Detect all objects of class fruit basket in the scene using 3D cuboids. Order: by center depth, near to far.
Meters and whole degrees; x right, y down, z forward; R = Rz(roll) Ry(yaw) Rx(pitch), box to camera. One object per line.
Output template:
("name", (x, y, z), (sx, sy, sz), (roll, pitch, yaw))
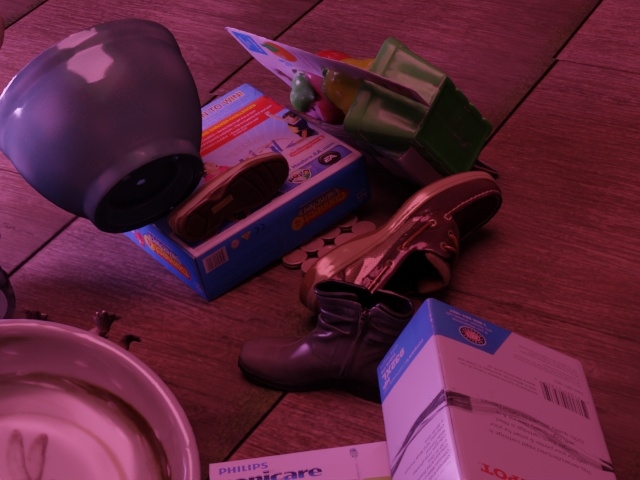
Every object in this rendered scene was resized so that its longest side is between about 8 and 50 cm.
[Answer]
("fruit basket", (0.060, -0.196, 2.295), (0.353, 0.327, 0.165), (15, 78, 32))

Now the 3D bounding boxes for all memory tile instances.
("memory tile", (0.000, 0.000, 2.235), (0.113, 0.012, 0.148), (25, 47, 36))

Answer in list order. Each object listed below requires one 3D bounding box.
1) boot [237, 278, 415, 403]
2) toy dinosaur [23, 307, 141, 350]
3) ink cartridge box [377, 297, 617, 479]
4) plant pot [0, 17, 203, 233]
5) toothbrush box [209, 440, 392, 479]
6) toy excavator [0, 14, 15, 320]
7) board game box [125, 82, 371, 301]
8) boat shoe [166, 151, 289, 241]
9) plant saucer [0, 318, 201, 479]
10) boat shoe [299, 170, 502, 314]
("boot", (0.007, 0.112, 1.949), (0.246, 0.161, 0.083), (7, 37, 18))
("toy dinosaur", (-0.314, 0.198, 1.935), (0.295, 0.127, 0.200), (1, 70, 39))
("ink cartridge box", (0.197, 0.236, 1.695), (0.223, 0.129, 0.307), (24, 30, -19))
("plant pot", (-0.281, -0.135, 2.129), (0.293, 0.293, 0.196), (-24, 67, -22))
("toothbrush box", (-0.006, 0.361, 1.641), (0.206, 0.122, 0.283), (-8, 36, -2))
("toy excavator", (-0.549, -0.085, 2.020), (0.433, 0.445, 0.222), (-30, 40, -6))
("board game box", (-0.137, -0.081, 2.282), (0.308, 0.086, 0.302), (-32, 42, -22))
("boat shoe", (-0.134, -0.071, 2.151), (0.190, 0.068, 0.072), (-31, 31, -21))
("plant saucer", (-0.338, 0.274, 1.722), (0.400, 0.100, 0.400), (8, 48, -9))
("boat shoe", (0.136, 0.025, 2.103), (0.342, 0.123, 0.123), (-29, 55, -28))
